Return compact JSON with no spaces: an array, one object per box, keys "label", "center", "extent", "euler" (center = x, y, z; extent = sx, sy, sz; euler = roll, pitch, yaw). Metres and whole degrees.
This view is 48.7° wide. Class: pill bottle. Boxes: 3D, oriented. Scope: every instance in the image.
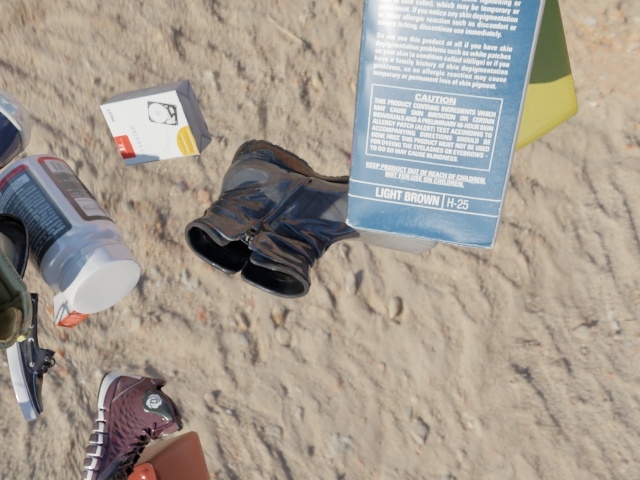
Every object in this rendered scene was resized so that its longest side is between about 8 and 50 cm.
[{"label":"pill bottle","center":[-0.461,-0.011,1.285],"extent":[0.161,0.161,0.283],"euler":[-34,65,-21]}]

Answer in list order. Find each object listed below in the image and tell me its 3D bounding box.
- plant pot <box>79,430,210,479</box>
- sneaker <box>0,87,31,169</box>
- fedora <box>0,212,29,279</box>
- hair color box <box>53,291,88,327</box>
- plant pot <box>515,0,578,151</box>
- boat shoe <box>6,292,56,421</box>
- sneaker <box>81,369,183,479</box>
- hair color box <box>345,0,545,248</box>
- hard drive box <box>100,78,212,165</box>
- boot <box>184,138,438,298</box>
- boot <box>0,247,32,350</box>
[{"label":"plant pot","center":[-0.397,0.600,1.582],"extent":[0.267,0.236,0.267],"euler":[-19,76,2]},{"label":"sneaker","center":[-0.552,-0.173,0.875],"extent":[0.350,0.131,0.148],"euler":[23,52,-1]},{"label":"fedora","center":[-0.619,0.064,1.103],"extent":[0.334,0.334,0.152],"euler":[-60,138,-19]},{"label":"hair color box","center":[-0.497,0.119,1.472],"extent":[0.043,0.141,0.072],"euler":[20,45,-46]},{"label":"plant pot","center":[0.170,-0.195,0.804],"extent":[0.187,0.212,0.212],"euler":[-15,106,8]},{"label":"boat shoe","center":[-0.512,0.202,1.262],"extent":[0.076,0.080,0.229],"euler":[-11,80,-17]},{"label":"sneaker","center":[-0.341,0.382,1.318],"extent":[0.162,0.106,0.281],"euler":[2,70,2]},{"label":"hair color box","center":[0.091,-0.189,0.450],"extent":[0.105,0.174,0.347],"euler":[9,119,9]},{"label":"hard drive box","center":[-0.430,-0.307,1.863],"extent":[0.089,0.232,0.181],"euler":[-64,142,-54]},{"label":"boot","center":[0.000,0.000,0.978],"extent":[0.338,0.118,0.223],"euler":[16,43,2]},{"label":"boot","center":[-0.285,0.116,0.503],"extent":[0.095,0.203,0.262],"euler":[-2,71,-62]}]
